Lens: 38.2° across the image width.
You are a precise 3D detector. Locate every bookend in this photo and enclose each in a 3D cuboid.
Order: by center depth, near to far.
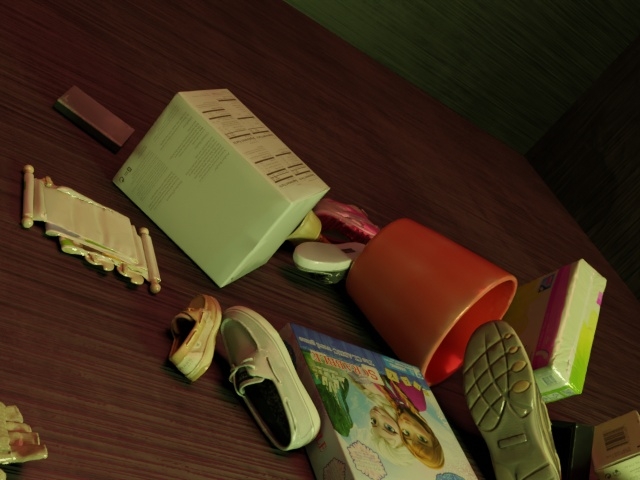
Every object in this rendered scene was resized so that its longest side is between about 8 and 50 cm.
[{"bbox_3d":[0.423,0.415,1.746,0.157,0.156,0.072,0,-14,45],"label":"bookend"}]

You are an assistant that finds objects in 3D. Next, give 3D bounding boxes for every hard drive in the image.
[{"bbox_3d":[-0.403,-0.217,1.652,0.135,0.022,0.094,37,22,-12],"label":"hard drive"}]

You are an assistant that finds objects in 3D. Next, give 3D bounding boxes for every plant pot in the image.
[{"bbox_3d":[0.198,0.104,1.774,0.243,0.275,0.275,40,19,25],"label":"plant pot"}]

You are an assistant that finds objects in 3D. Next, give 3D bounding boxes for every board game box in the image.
[{"bbox_3d":[0.094,0.298,1.448,0.318,0.066,0.318,23,28,-39],"label":"board game box"}]

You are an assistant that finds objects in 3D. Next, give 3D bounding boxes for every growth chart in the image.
[{"bbox_3d":[-0.340,-0.015,1.374,0.237,0.021,0.172,30,25,-27],"label":"growth chart"}]

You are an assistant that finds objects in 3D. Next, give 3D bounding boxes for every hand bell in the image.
[{"bbox_3d":[0.000,0.000,1.844,0.242,0.126,0.126,38,19,-42],"label":"hand bell"}]

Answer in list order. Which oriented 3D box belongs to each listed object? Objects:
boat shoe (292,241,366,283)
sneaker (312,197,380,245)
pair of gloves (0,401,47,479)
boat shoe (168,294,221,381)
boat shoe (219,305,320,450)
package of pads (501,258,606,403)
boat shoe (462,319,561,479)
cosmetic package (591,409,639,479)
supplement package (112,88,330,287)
[{"bbox_3d":[0.022,0.050,1.786,0.080,0.076,0.228,34,22,28],"label":"boat shoe"},{"bbox_3d":[0.080,-0.015,1.952,0.252,0.103,0.111,34,31,-25],"label":"sneaker"},{"bbox_3d":[-0.336,0.239,0.871,0.204,0.042,0.240,11,35,-47],"label":"pair of gloves"},{"bbox_3d":[-0.183,0.124,1.317,0.059,0.063,0.170,39,22,-23],"label":"boat shoe"},{"bbox_3d":[-0.084,0.194,1.311,0.227,0.079,0.081,57,26,12],"label":"boat shoe"},{"bbox_3d":[0.445,0.200,1.886,0.101,0.229,0.297,39,51,-15],"label":"package of pads"},{"bbox_3d":[0.350,0.324,1.688,0.130,0.132,0.355,30,48,-63],"label":"boat shoe"},{"bbox_3d":[0.632,0.502,1.769,0.309,0.113,0.160,60,17,-11],"label":"cosmetic package"},{"bbox_3d":[-0.165,-0.096,1.581,0.262,0.199,0.198,44,21,6],"label":"supplement package"}]
